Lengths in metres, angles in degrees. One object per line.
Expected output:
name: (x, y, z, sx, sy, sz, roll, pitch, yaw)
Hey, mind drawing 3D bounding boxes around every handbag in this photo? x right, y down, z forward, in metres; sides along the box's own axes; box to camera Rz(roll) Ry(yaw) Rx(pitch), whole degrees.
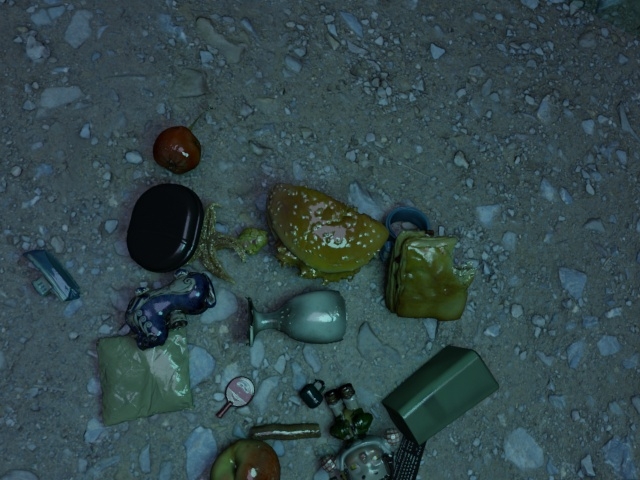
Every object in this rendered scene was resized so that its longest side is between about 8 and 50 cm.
handbag: (-0.521, -0.046, 1.422, 0.253, 0.093, 0.308, 7, 77, 11)

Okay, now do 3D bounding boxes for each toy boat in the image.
toy boat: (-0.865, 0.122, 1.352, 0.102, 0.088, 0.215, -38, 91, -12)

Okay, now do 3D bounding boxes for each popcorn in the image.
popcorn: (-0.240, -0.005, 1.513, 0.097, 0.109, 0.089, 55, 28, -29)

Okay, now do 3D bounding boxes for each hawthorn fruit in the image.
hawthorn fruit: (-0.474, -0.371, 1.501, 0.165, 0.165, 0.286, 20, 71, -8)

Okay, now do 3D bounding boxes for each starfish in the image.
starfish: (-0.414, 0.026, 1.485, 0.302, 0.060, 0.300, -11, 89, 0)

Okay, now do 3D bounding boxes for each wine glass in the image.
wine glass: (-0.079, 0.267, 1.452, 0.356, 0.190, 0.191, -3, 81, -14)

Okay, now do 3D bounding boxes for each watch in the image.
watch: (0.314, -0.027, 1.609, 0.210, 0.211, 0.193, 6, 58, -12)

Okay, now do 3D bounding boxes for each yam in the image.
yam: (-0.115, 0.648, 1.446, 0.241, 0.057, 0.057, 3, 79, -14)

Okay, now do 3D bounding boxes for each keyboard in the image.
keyboard: (0.282, 0.845, 1.502, 0.103, 0.041, 0.381, 27, 75, -6)

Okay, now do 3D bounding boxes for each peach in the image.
peach: (-0.224, 0.739, 1.342, 0.232, 0.232, 0.233, 2, 80, -12)

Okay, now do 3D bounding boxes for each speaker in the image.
speaker: (-0.023, 0.530, 1.490, 0.075, 0.060, 0.094, 52, 39, 0)

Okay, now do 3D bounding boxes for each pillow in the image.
pillow: (-0.560, 0.430, 1.370, 0.280, 0.076, 0.275, -7, 82, -13)

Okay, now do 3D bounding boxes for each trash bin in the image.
trash bin: (0.405, 0.531, 1.500, 0.343, 0.223, 0.158, -30, 88, -13)

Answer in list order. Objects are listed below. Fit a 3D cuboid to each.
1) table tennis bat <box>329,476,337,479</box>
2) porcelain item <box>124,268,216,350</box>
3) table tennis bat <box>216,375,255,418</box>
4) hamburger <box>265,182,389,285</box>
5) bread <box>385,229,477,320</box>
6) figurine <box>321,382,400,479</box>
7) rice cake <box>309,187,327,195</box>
table tennis bat: (0.076, 0.918, 1.455, 0.130, 0.019, 0.221, -16, 85, -16)
porcelain item: (-0.475, 0.217, 1.369, 0.287, 0.138, 0.186, -22, 60, -14)
table tennis bat: (-0.290, 0.533, 1.445, 0.098, 0.019, 0.155, 43, 71, -2)
hamburger: (0.000, 0.000, 1.444, 0.445, 0.268, 0.287, 22, 80, -10)
bread: (0.392, 0.141, 1.489, 0.313, 0.370, 0.192, 2, 38, -9)
figurine: (0.127, 0.679, 1.442, 0.281, 0.167, 0.370, -23, 77, 0)
rice cake: (-0.038, -0.091, 1.600, 0.124, 0.038, 0.211, 15, 78, -10)
